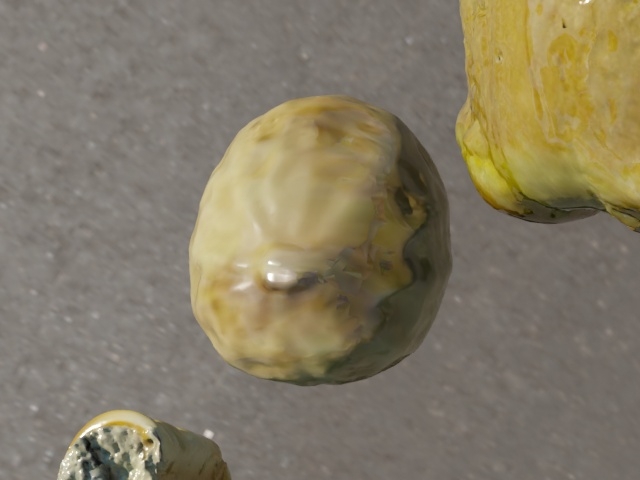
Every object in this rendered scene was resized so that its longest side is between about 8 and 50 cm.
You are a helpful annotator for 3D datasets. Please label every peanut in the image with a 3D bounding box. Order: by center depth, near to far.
[{"bbox_3d":[0.000,0.000,0.876,0.140,0.109,0.159,0,56,19],"label":"peanut"}]

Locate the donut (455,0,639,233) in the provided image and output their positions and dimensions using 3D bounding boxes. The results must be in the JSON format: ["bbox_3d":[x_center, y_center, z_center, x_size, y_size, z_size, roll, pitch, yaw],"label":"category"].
[{"bbox_3d":[0.168,-0.093,0.721,0.208,0.261,0.128,7,116,44],"label":"donut"}]

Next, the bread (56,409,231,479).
[{"bbox_3d":[-0.134,0.196,1.317,0.084,0.177,0.119,7,78,28],"label":"bread"}]
